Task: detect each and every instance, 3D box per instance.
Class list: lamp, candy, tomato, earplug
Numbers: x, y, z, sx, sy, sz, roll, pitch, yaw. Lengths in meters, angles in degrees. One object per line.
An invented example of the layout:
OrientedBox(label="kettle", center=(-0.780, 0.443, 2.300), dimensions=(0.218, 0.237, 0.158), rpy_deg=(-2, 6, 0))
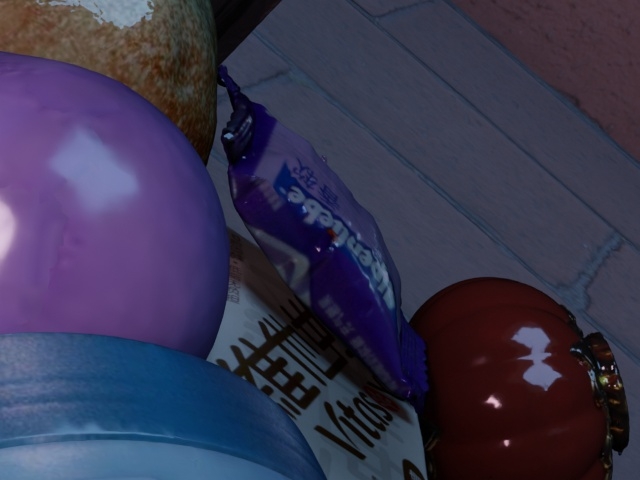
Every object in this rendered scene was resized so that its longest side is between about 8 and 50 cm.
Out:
OrientedBox(label="lamp", center=(0.137, 0.142, 1.579), dimensions=(0.227, 0.227, 0.227), rpy_deg=(34, 20, -15))
OrientedBox(label="candy", center=(0.000, 0.000, 1.427), dimensions=(0.275, 0.070, 0.145), rpy_deg=(55, 15, -17))
OrientedBox(label="tomato", center=(-0.213, -0.090, 1.327), dimensions=(0.303, 0.303, 0.239), rpy_deg=(34, 22, -16))
OrientedBox(label="earplug", center=(-0.226, -0.007, 0.907), dimensions=(0.456, 0.215, 0.215), rpy_deg=(8, -6, 43))

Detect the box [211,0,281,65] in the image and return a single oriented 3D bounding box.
OrientedBox(label="box", center=(-0.163, -0.233, 1.776), dimensions=(0.188, 0.252, 0.153), rpy_deg=(47, 16, 16))

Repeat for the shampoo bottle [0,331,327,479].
OrientedBox(label="shampoo bottle", center=(-0.095, 0.265, 0.691), dimensions=(0.331, 0.331, 0.343), rpy_deg=(23, 28, -39))

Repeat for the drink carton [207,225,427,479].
OrientedBox(label="drink carton", center=(-0.033, 0.142, 1.377), dimensions=(0.194, 0.132, 0.324), rpy_deg=(35, 19, -15))
